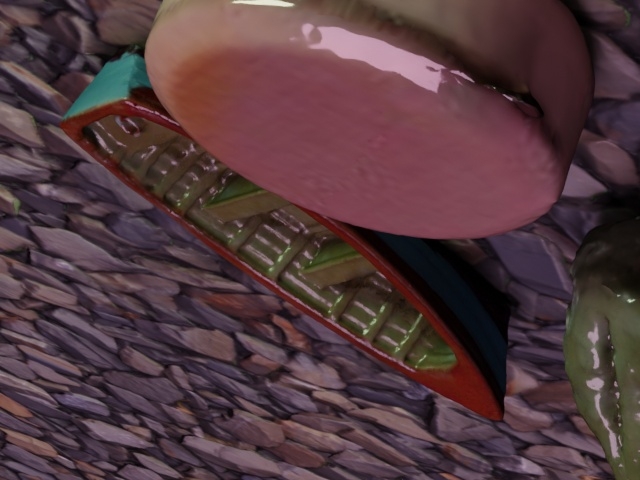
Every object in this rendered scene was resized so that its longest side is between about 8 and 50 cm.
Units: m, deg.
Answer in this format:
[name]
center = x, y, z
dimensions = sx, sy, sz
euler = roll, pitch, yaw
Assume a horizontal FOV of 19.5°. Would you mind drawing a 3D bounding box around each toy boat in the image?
[toy boat]
center = 0.000, 0.000, 1.268
dimensions = 0.392, 0.079, 0.136
euler = 35, 152, -28

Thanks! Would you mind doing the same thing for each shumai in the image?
[shumai]
center = 0.248, 0.120, 1.150
dimensions = 0.225, 0.222, 0.260
euler = 0, 146, 46

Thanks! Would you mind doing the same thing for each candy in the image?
[candy]
center = 0.031, -0.089, 1.012
dimensions = 0.255, 0.094, 0.255
euler = 18, 158, 7
